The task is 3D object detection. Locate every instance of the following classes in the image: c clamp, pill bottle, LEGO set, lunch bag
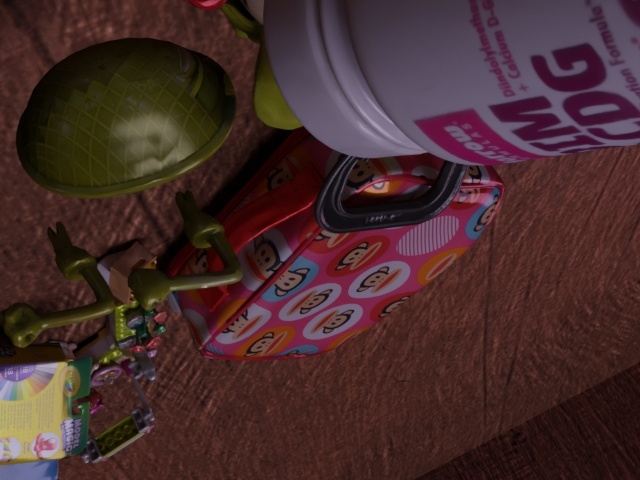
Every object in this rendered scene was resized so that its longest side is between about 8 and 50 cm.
[{"bbox_3d":[0.070,-0.062,0.887,0.161,0.022,0.137,-12,139,-28],"label":"c clamp"},{"bbox_3d":[0.113,-0.119,0.521,0.160,0.160,0.283,-7,-179,-42],"label":"pill bottle"},{"bbox_3d":[-0.200,0.124,1.080,0.132,0.107,0.287,2,142,-50],"label":"LEGO set"},{"bbox_3d":[0.000,0.000,1.038,0.258,0.120,0.293,1,143,-50],"label":"lunch bag"}]

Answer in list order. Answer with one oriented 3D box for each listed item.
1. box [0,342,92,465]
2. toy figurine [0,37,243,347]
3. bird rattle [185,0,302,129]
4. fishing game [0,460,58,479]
[{"bbox_3d":[-0.293,0.146,0.998,0.179,0.043,0.105,-1,112,-23],"label":"box"},{"bbox_3d":[-0.232,-0.064,0.549,0.363,0.191,0.217,-13,141,1],"label":"toy figurine"},{"bbox_3d":[-0.007,-0.192,0.694,0.207,0.143,0.253,-39,145,-6],"label":"bird rattle"},{"bbox_3d":[-0.338,0.207,1.055,0.189,0.041,0.264,-26,123,-8],"label":"fishing game"}]
